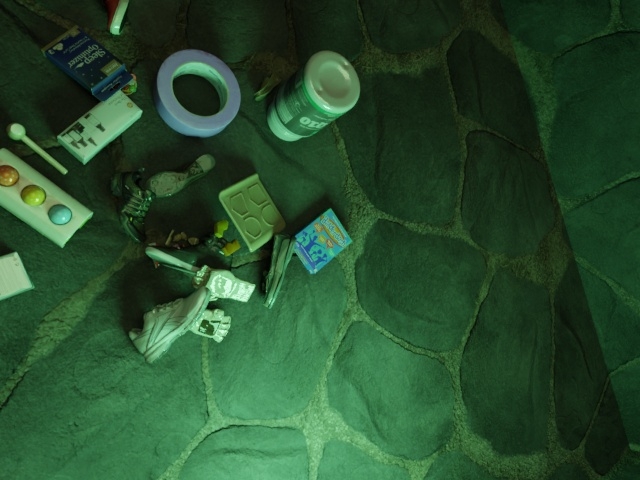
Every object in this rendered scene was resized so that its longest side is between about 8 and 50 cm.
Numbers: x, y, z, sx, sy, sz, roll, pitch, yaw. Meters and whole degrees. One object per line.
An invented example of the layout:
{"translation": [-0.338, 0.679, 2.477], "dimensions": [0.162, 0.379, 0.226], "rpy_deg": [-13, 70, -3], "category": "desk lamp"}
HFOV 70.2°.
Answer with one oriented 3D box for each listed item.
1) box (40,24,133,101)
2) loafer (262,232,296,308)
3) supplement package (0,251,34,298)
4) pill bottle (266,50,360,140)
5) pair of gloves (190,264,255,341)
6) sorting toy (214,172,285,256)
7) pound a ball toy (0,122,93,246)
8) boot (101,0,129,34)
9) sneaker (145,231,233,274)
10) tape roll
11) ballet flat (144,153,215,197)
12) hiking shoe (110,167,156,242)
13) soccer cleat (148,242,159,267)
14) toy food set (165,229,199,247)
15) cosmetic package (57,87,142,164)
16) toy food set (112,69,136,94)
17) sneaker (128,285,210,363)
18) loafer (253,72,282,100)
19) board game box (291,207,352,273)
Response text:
{"translation": [-0.699, -0.536, 1.378], "dimensions": [0.225, 0.036, 0.136], "rpy_deg": [39, 66, -4], "category": "box"}
{"translation": [-0.163, 0.101, 1.596], "dimensions": [0.084, 0.096, 0.267], "rpy_deg": [20, 80, -7], "category": "loafer"}
{"translation": [-0.870, 0.112, 1.191], "dimensions": [0.179, 0.105, 0.105], "rpy_deg": [-24, 95, -29], "category": "supplement package"}
{"translation": [-0.040, -0.482, 1.580], "dimensions": [0.204, 0.361, 0.204], "rpy_deg": [4, 82, -28], "category": "pill bottle"}
{"translation": [-0.342, 0.201, 1.448], "dimensions": [0.204, 0.042, 0.240], "rpy_deg": [31, 97, -32], "category": "pair of gloves"}
{"translation": [-0.260, -0.078, 1.543], "dimensions": [0.307, 0.041, 0.229], "rpy_deg": [-40, 107, -49], "category": "sorting toy"}
{"translation": [-0.782, -0.160, 1.258], "dimensions": [0.319, 0.136, 0.208], "rpy_deg": [42, 66, -19], "category": "pound a ball toy"}
{"translation": [-0.690, -0.771, 1.419], "dimensions": [0.176, 0.088, 0.244], "rpy_deg": [10, 71, -27], "category": "boot"}
{"translation": [-0.402, 0.028, 1.448], "dimensions": [0.296, 0.104, 0.147], "rpy_deg": [24, 75, -39], "category": "sneaker"}
{"translation": [-0.414, -0.491, 1.532], "dimensions": [0.275, 0.090, 0.274], "rpy_deg": [4, 83, -29], "category": "tape roll"}
{"translation": [-0.460, -0.212, 1.495], "dimensions": [0.250, 0.058, 0.084], "rpy_deg": [-35, 105, -23], "category": "ballet flat"}
{"translation": [-0.556, -0.108, 1.387], "dimensions": [0.114, 0.086, 0.227], "rpy_deg": [-17, 92, -4], "category": "hiking shoe"}
{"translation": [-0.526, 0.047, 1.436], "dimensions": [0.036, 0.029, 0.083], "rpy_deg": [-2, 81, -20], "category": "soccer cleat"}
{"translation": [-0.445, 0.017, 1.490], "dimensions": [0.122, 0.019, 0.078], "rpy_deg": [31, 70, -30], "category": "toy food set"}
{"translation": [-0.668, -0.350, 1.388], "dimensions": [0.099, 0.060, 0.239], "rpy_deg": [45, 65, -17], "category": "cosmetic package"}
{"translation": [-0.629, -0.506, 1.453], "dimensions": [0.083, 0.020, 0.083], "rpy_deg": [-14, 90, -30], "category": "toy food set"}
{"translation": [-0.450, 0.235, 1.355], "dimensions": [0.297, 0.111, 0.129], "rpy_deg": [-43, 96, 4], "category": "sneaker"}
{"translation": [-0.203, -0.568, 1.681], "dimensions": [0.050, 0.056, 0.148], "rpy_deg": [47, 55, -15], "category": "loafer"}
{"translation": [0.000, 0.000, 1.720], "dimensions": [0.210, 0.047, 0.160], "rpy_deg": [-40, 103, -27], "category": "board game box"}
